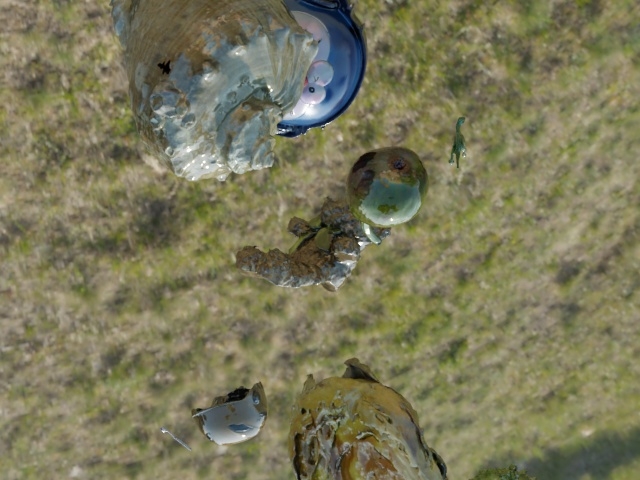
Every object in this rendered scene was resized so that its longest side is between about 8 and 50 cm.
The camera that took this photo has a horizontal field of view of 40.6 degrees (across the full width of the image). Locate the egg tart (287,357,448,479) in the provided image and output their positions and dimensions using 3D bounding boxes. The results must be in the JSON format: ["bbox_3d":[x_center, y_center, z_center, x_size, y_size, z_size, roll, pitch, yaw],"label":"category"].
[{"bbox_3d":[0.076,0.298,1.206,0.132,0.297,0.297,-23,149,-41],"label":"egg tart"}]

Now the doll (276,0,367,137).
[{"bbox_3d":[-0.073,-0.326,1.518,0.310,0.240,0.284,15,114,2],"label":"doll"}]

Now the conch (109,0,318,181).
[{"bbox_3d":[-0.155,-0.260,1.209,0.297,0.352,0.210,-38,-174,-10],"label":"conch"}]

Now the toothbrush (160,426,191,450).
[{"bbox_3d":[-0.291,0.401,1.748,0.008,0.006,0.097,-36,127,7],"label":"toothbrush"}]

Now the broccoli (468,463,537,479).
[{"bbox_3d":[0.340,0.398,1.133,0.302,0.254,0.186,-1,126,-28],"label":"broccoli"}]

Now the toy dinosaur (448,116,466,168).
[{"bbox_3d":[0.236,-0.165,1.495,0.029,0.120,0.060,4,129,15],"label":"toy dinosaur"}]

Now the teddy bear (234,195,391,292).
[{"bbox_3d":[-0.008,-0.003,1.849,0.296,0.246,0.222,11,92,-31],"label":"teddy bear"}]

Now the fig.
[{"bbox_3d":[0.101,-0.062,1.505,0.149,0.149,0.245,-11,153,-19],"label":"fig"}]

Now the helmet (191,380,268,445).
[{"bbox_3d":[-0.221,0.456,2.221,0.198,0.130,0.224,-25,177,18],"label":"helmet"}]
